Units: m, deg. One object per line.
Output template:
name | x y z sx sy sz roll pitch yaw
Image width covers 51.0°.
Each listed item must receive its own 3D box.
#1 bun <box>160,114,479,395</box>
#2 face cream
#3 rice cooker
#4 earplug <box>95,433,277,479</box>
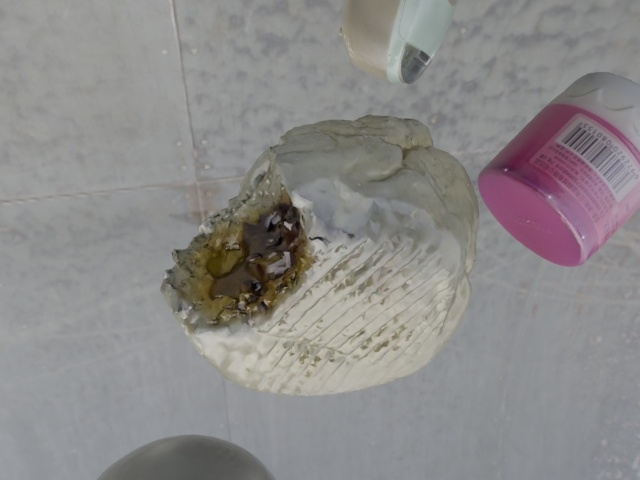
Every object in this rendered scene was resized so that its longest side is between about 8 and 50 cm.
bun | 0.014 0.004 0.625 0.282 0.204 0.281 -4 135 -4
face cream | 0.329 -0.090 0.858 0.195 0.175 0.175 -43 151 -8
rice cooker | 0.103 -0.303 0.847 0.127 0.206 0.145 14 -172 22
earplug | -0.183 0.428 0.810 0.313 0.394 0.312 0 116 0
